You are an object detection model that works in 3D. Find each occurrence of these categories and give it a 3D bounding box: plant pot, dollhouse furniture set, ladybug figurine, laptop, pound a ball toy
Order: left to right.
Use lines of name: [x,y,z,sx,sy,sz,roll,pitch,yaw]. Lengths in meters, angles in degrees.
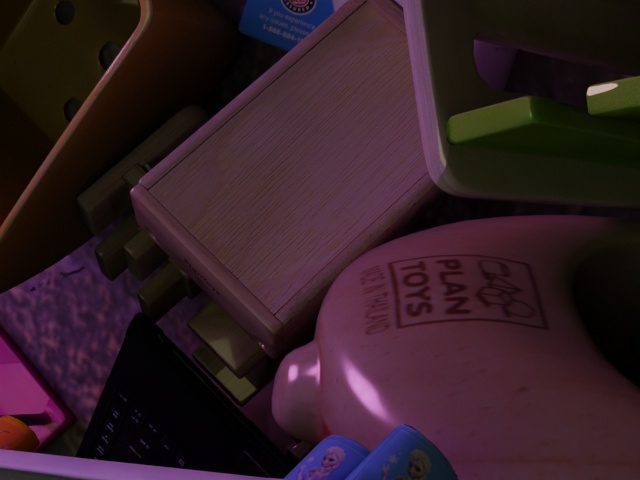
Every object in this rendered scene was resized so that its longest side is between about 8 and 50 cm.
plant pot: [-0.170,-0.110,0.873,0.212,0.187,0.212,44,111,16]
laptop: [-0.106,0.223,0.900,0.234,0.136,0.264,43,137,15]
dollhouse furniture set: [0.000,0.000,0.817,0.161,0.242,0.212,-42,76,-15]
ladybug figurine: [0.194,0.117,0.661,0.449,0.305,0.162,12,117,-7]
pound a ball toy: [0.209,-0.094,0.667,0.208,0.319,0.136,-10,84,37]

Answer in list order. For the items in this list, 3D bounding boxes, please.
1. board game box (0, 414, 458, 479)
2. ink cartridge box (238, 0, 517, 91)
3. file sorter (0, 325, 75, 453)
board game box: [0.007,0.232,0.675,0.390,0.050,0.390,-6,122,53]
ink cartridge box: [0.054,-0.181,0.828,0.139,0.082,0.191,23,106,20]
file sorter: [-0.347,0.131,0.939,0.290,0.182,0.202,-43,78,3]
